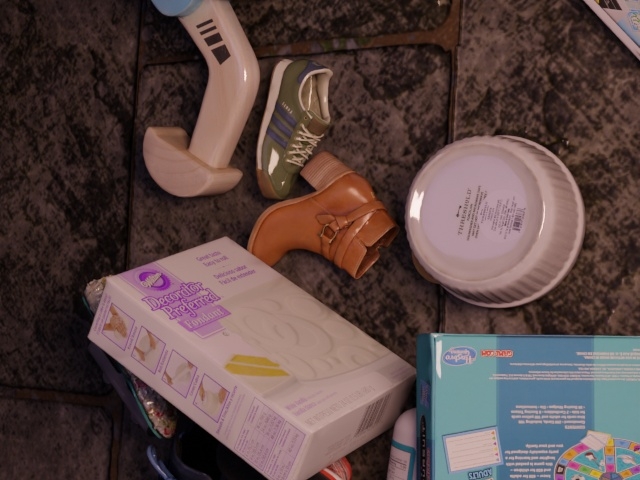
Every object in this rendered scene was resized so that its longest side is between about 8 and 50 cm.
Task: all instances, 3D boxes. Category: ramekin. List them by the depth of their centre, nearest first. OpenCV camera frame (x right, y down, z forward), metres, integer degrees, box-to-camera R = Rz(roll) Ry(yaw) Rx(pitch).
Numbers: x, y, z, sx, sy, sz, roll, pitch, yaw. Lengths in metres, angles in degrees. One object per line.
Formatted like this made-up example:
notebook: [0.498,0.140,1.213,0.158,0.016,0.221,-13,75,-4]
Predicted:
ramekin: [0.196,-0.027,1.599,0.207,0.109,0.207,-3,82,24]

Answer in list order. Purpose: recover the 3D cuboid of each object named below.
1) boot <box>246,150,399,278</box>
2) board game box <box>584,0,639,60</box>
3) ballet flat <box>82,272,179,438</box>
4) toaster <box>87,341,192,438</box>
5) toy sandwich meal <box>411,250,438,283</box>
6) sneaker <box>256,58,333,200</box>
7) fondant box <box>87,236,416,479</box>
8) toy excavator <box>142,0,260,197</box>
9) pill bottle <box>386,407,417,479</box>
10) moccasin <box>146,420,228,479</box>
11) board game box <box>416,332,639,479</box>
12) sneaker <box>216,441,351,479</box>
boot: [0.000,0.000,1.778,0.152,0.073,0.197,47,114,24]
board game box: [0.376,-0.337,1.561,0.193,0.053,0.305,-47,62,21]
ballet flat: [-0.232,0.140,1.785,0.077,0.091,0.241,-33,70,4]
toaster: [-0.206,0.157,1.879,0.185,0.110,0.168,-50,62,20]
toy sandwich meal: [0.151,0.011,1.698,0.086,0.029,0.085,2,94,31]
sneaker: [-0.029,-0.147,1.813,0.086,0.064,0.192,5,85,40]
fondant box: [-0.082,0.139,1.683,0.330,0.238,0.096,33,119,24]
toy excavator: [-0.148,-0.338,1.847,0.433,0.222,0.445,-38,74,27]
pill bottle: [0.148,0.290,1.598,0.146,0.146,0.264,9,90,35]
moccasin: [-0.161,0.283,1.830,0.138,0.117,0.342,40,107,31]
board game box: [0.234,0.270,1.493,0.254,0.079,0.336,2,85,-9]
sneaker: [0.008,0.305,1.686,0.270,0.145,0.090,27,103,40]
